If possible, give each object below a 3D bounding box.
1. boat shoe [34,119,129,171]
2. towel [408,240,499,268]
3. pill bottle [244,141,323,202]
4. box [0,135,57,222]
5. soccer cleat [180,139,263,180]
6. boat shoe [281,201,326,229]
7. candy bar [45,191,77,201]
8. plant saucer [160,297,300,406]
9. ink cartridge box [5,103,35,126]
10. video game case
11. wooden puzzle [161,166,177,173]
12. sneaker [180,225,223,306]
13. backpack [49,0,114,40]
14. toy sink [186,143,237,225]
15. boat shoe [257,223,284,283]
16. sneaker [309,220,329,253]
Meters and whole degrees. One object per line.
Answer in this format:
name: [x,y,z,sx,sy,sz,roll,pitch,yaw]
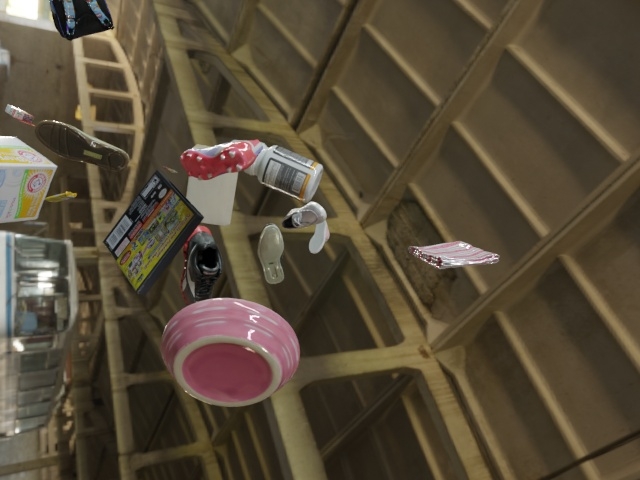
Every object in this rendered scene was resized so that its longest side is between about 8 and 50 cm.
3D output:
boat shoe: [-0.511,-0.202,1.097,0.068,0.189,0.072,-61,-158,10]
towel: [0.306,0.027,1.189,0.197,0.144,0.030,-138,-137,-75]
pill bottle: [-0.142,-0.267,1.949,0.162,0.278,0.162,24,90,-85]
box: [-0.544,-0.096,0.798,0.103,0.203,0.114,33,-75,11]
soccer cleat: [-0.248,-0.203,1.253,0.247,0.095,0.083,0,-58,41]
boat shoe: [-0.052,-0.061,1.385,0.184,0.063,0.066,2,-52,56]
candy bar: [-0.872,-0.144,1.699,0.161,0.040,0.018,-6,-99,35]
plant saucer: [-0.215,0.284,1.200,0.084,0.331,0.332,-92,-159,-54]
ink cartridge box: [-1.021,-0.427,1.734,0.115,0.062,0.029,28,-86,34]
video game case: [-0.477,-0.028,1.429,0.275,0.035,0.248,-51,-124,5]
wooden puzzle: [-0.599,-0.280,2.017,0.083,0.049,0.006,15,-100,55]
sneaker: [-0.350,0.102,1.498,0.135,0.097,0.277,31,-60,49]
backpack: [-0.696,-0.681,1.447,0.117,0.158,0.174,42,-30,40]
toy sink: [-0.354,-0.184,1.674,0.131,0.152,0.235,-113,-147,-72]
boat shoe: [-0.159,0.033,1.632,0.079,0.083,0.233,-101,-171,-48]
sneaker: [0.000,0.000,1.748,0.070,0.050,0.135,69,30,-54]
